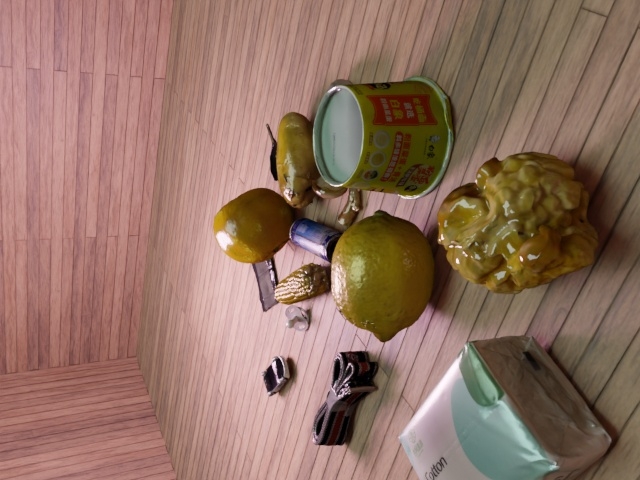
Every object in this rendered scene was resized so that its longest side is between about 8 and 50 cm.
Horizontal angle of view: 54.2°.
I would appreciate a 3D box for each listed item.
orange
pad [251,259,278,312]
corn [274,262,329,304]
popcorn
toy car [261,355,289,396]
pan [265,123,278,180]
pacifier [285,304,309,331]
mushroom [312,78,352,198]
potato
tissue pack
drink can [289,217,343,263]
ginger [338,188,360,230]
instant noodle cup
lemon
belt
[{"bbox_3d":[-0.217,-0.046,2.091,0.235,0.279,0.279,56,148,-3],"label":"orange"},{"bbox_3d":[-0.208,0.139,2.338,0.174,0.022,0.232,-38,61,56],"label":"pad"},{"bbox_3d":[-0.064,0.146,2.002,0.305,0.106,0.106,146,117,-62],"label":"corn"},{"bbox_3d":[0.357,-0.025,1.102,0.264,0.225,0.332,-57,18,4],"label":"popcorn"},{"bbox_3d":[-0.156,0.484,2.242,0.205,0.056,0.095,-55,47,44],"label":"toy car"},{"bbox_3d":[-0.132,-0.305,2.129,0.128,0.048,0.201,2,96,60],"label":"pan"},{"bbox_3d":[-0.083,0.262,2.060,0.082,0.078,0.099,-27,95,39],"label":"pacifier"},{"bbox_3d":[0.050,-0.281,1.761,0.159,0.122,0.328,-62,-18,-71],"label":"mushroom"},{"bbox_3d":[-0.067,-0.247,1.925,0.173,0.140,0.300,148,121,-66],"label":"potato"},{"bbox_3d":[0.334,0.384,1.206,0.266,0.194,0.356,60,142,37],"label":"tissue pack"},{"bbox_3d":[0.000,0.000,1.875,0.235,0.097,0.097,24,114,57],"label":"drink can"},{"bbox_3d":[0.081,-0.086,1.774,0.057,0.044,0.137,-84,13,-55],"label":"ginger"},{"bbox_3d":[0.134,-0.245,1.480,0.311,0.222,0.311,12,104,60],"label":"instant noodle cup"},{"bbox_3d":[0.145,0.085,1.474,0.245,0.246,0.319,21,116,59],"label":"lemon"},{"bbox_3d":[0.062,0.466,1.812,0.126,0.094,0.359,61,141,45],"label":"belt"}]
